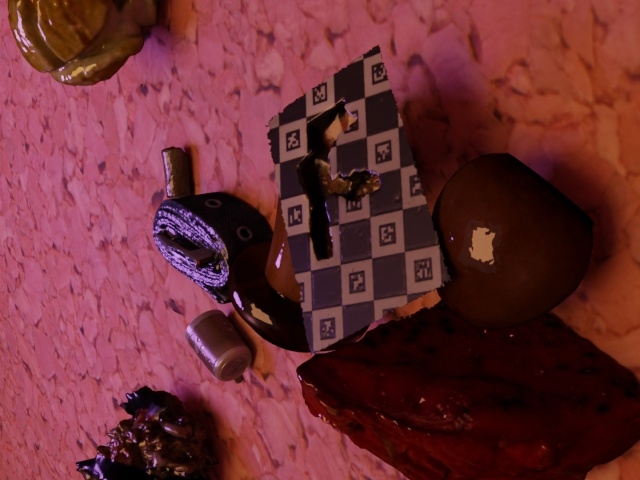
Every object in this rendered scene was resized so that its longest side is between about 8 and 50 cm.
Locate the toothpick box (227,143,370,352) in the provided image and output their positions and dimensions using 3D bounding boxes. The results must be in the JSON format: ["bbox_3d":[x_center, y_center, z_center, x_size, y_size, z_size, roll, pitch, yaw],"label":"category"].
[{"bbox_3d":[0.000,0.000,1.327,0.192,0.192,0.294,48,132,36],"label":"toothpick box"}]

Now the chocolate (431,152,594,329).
[{"bbox_3d":[0.177,0.007,1.075,0.177,0.177,0.177,26,122,50],"label":"chocolate"}]

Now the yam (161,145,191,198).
[{"bbox_3d":[-0.233,-0.106,1.755,0.043,0.043,0.094,19,117,52],"label":"yam"}]

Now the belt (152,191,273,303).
[{"bbox_3d":[-0.174,0.001,1.628,0.218,0.128,0.122,31,125,46],"label":"belt"}]

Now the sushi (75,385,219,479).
[{"bbox_3d":[-0.285,0.380,1.896,0.238,0.219,0.225,13,153,26],"label":"sushi"}]

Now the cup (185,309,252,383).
[{"bbox_3d":[-0.162,0.179,1.725,0.099,0.074,0.102,48,138,35],"label":"cup"}]

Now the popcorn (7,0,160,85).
[{"bbox_3d":[-0.375,-0.386,1.721,0.225,0.276,0.276,46,154,-22],"label":"popcorn"}]

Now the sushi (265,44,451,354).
[{"bbox_3d":[0.039,-0.042,1.144,0.192,0.043,0.279,-31,63,35],"label":"sushi"}]

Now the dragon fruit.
[{"bbox_3d":[0.121,0.152,1.133,0.302,0.330,0.240,127,144,-52],"label":"dragon fruit"}]
